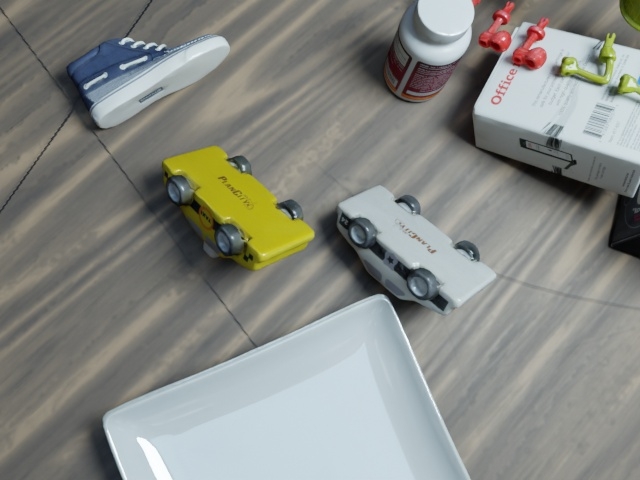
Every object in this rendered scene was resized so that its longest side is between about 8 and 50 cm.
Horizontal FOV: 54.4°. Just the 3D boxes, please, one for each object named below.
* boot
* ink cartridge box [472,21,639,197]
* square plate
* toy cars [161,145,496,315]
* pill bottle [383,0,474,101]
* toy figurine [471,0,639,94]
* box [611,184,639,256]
[{"bbox_3d":[-0.211,-0.221,0.761,0.190,0.069,0.086,-32,85,-9],"label":"boot"},{"bbox_3d":[0.309,-0.162,0.757,0.203,0.086,0.148,25,75,24],"label":"ink cartridge box"},{"bbox_3d":[-0.013,0.281,0.680,0.344,0.049,0.347,-22,81,-10],"label":"square plate"},{"bbox_3d":[0.000,0.000,0.721,0.393,0.087,0.176,13,40,-4],"label":"toy cars"},{"bbox_3d":[0.131,-0.237,0.755,0.086,0.152,0.086,1,78,-5],"label":"pill bottle"},{"bbox_3d":[0.265,-0.326,0.670,0.362,0.217,0.191,33,80,28],"label":"toy figurine"},{"bbox_3d":[0.523,-0.027,0.739,0.270,0.165,0.143,19,77,0],"label":"box"}]
